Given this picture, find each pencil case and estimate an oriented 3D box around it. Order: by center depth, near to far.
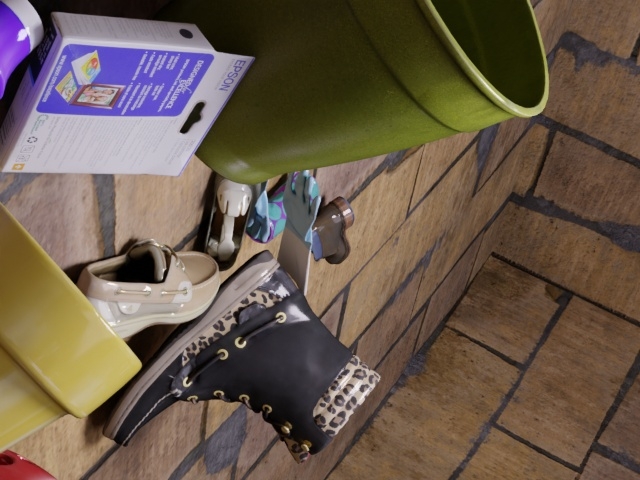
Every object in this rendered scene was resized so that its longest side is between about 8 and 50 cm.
[{"bbox_3d":[-0.067,-0.059,1.818,0.151,0.064,0.070,-45,117,-43],"label":"pencil case"}]

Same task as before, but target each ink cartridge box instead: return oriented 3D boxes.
[{"bbox_3d":[-0.202,-0.140,1.085,0.208,0.045,0.206,0,146,-35],"label":"ink cartridge box"}]

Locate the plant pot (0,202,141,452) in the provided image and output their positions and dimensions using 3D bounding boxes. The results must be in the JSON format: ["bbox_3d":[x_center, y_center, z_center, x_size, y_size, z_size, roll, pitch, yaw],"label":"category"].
[{"bbox_3d":[-0.343,0.106,1.026,0.239,0.254,0.254,-41,157,-13],"label":"plant pot"}]

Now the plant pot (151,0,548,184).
[{"bbox_3d":[0.009,-0.233,1.191,0.353,0.366,0.366,-25,-179,28],"label":"plant pot"}]

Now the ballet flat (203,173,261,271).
[{"bbox_3d":[-0.133,-0.041,1.627,0.068,0.072,0.213,-94,-164,-52],"label":"ballet flat"}]

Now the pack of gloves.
[{"bbox_3d":[-0.077,-0.052,1.637,0.046,0.195,0.232,-19,140,-28],"label":"pack of gloves"}]

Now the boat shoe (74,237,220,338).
[{"bbox_3d":[-0.228,0.052,1.465,0.302,0.109,0.098,-18,135,-58],"label":"boat shoe"}]

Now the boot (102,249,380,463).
[{"bbox_3d":[-0.120,0.236,1.642,0.377,0.284,0.138,-47,-175,-3],"label":"boot"}]

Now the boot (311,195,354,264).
[{"bbox_3d":[0.000,0.000,2.123,0.106,0.082,0.219,-31,155,-20],"label":"boot"}]

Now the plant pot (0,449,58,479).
[{"bbox_3d":[-0.412,0.310,1.200,0.191,0.174,0.191,-54,161,-28],"label":"plant pot"}]

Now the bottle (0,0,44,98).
[{"bbox_3d":[-0.350,-0.112,0.895,0.283,0.092,0.118,-52,157,-31],"label":"bottle"}]
